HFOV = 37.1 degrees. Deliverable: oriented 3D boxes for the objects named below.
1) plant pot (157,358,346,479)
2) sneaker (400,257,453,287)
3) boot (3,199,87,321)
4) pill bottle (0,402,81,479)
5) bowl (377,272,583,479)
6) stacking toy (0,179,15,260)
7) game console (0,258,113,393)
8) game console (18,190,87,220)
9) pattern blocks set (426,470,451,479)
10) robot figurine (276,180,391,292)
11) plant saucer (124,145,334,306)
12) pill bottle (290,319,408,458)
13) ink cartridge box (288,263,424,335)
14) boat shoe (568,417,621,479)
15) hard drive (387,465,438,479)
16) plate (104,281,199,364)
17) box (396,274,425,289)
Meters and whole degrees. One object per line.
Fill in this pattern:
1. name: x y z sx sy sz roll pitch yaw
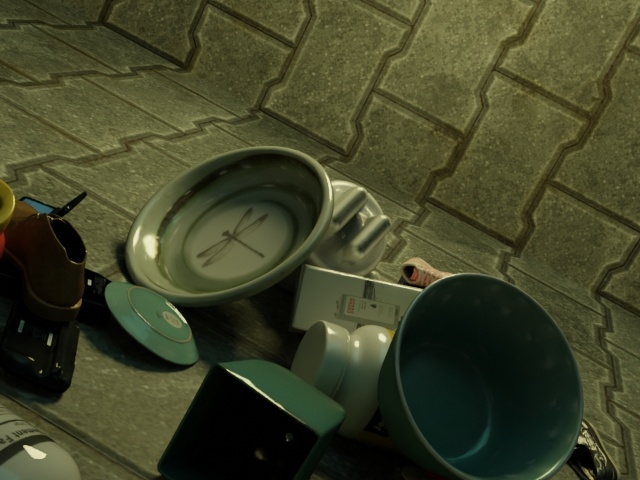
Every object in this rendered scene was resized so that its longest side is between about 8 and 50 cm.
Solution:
1. plant pot: -0.069 0.261 1.289 0.166 0.165 0.234 32 10 15
2. sneaker: 0.216 0.078 1.889 0.134 0.051 0.070 31 20 26
3. boot: -0.419 -0.003 1.459 0.112 0.115 0.305 9 23 -37
4. pill bottle: -0.351 0.234 0.855 0.363 0.210 0.210 32 18 13
5. bowl: 0.208 0.219 1.388 0.312 0.163 0.311 10 64 -21
6. stacking toy: -0.600 0.022 1.307 0.309 0.130 0.279 12 46 -6
7. game console: -0.417 0.106 1.408 0.213 0.044 0.361 20 18 -17
8. game console: -0.500 -0.067 1.740 0.071 0.107 0.122 53 14 -13
9. pattern blocks set: 0.289 0.412 1.376 0.325 0.026 0.285 24 18 -10
10. robot figurine: 0.000 0.000 1.924 0.300 0.200 0.353 53 -29 -8
11. plant saucer: -0.156 -0.010 1.752 0.400 0.400 0.100 47 -15 47
12. pill bottle: 0.126 0.249 1.546 0.334 0.188 0.188 21 18 -17
13. ink cartridge box: 0.088 0.136 1.728 0.283 0.117 0.207 12 -8 -2
14. boat shoe: 0.503 0.400 1.854 0.065 0.075 0.206 20 23 -31
15. hard drive: 0.281 0.441 1.433 0.339 0.064 0.237 13 22 -35
16. plate: -0.263 0.125 1.531 0.188 0.024 0.188 39 13 -10
17. box: 0.197 0.160 1.960 0.108 0.153 0.207 26 17 -3
